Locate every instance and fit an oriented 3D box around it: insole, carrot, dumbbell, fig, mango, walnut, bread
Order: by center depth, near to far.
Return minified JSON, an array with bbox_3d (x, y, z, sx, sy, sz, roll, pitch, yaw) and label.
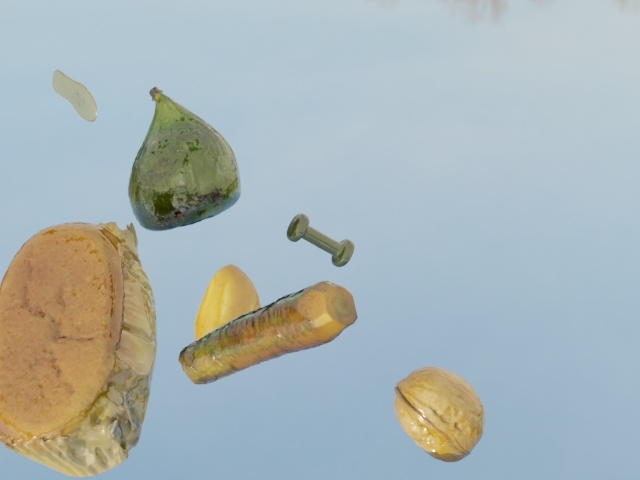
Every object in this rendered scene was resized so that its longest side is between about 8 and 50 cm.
[{"bbox_3d":[-0.064,0.108,1.509,0.260,0.070,0.070,-25,174,41],"label":"carrot"},{"bbox_3d":[-0.375,0.156,2.011,0.236,0.183,0.389,-20,-127,21],"label":"bread"},{"bbox_3d":[0.000,0.000,2.250,0.118,0.052,0.046,30,168,-24],"label":"dumbbell"},{"bbox_3d":[-0.241,-0.146,2.280,0.203,0.235,0.203,-13,-171,2],"label":"fig"},{"bbox_3d":[0.208,0.299,2.364,0.180,0.144,0.144,38,-159,-1],"label":"walnut"},{"bbox_3d":[-0.477,-0.282,2.606,0.004,0.064,0.188,-8,-149,-37],"label":"insole"},{"bbox_3d":[-0.189,0.159,2.795,0.144,0.219,0.112,4,-177,-32],"label":"mango"}]

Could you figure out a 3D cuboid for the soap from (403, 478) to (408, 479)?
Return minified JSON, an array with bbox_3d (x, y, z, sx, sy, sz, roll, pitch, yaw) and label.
[{"bbox_3d":[0.132,0.560,2.258,0.173,0.274,0.089,-29,149,17],"label":"soap"}]
